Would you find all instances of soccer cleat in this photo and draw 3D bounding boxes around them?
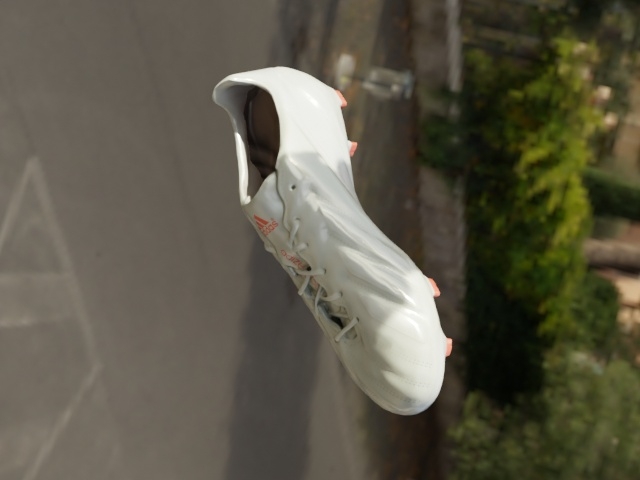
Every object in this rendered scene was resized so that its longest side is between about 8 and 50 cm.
[{"bbox_3d":[0.000,0.000,0.767,0.076,0.196,0.068,0,149,-45],"label":"soccer cleat"}]
